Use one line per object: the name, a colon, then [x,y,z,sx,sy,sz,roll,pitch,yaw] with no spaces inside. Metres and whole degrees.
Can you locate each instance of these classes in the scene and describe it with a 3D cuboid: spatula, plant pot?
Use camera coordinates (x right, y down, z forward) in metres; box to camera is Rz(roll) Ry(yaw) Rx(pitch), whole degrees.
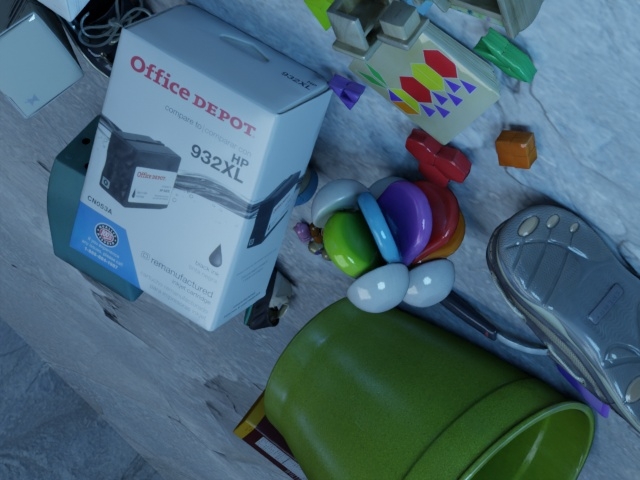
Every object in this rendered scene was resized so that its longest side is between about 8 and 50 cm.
spatula: [0.250,0.128,1.987,0.296,0.030,0.084,31,158,18]
plant pot: [-0.311,-0.063,2.336,0.165,0.166,0.234,29,152,21]
plant pot: [0.120,0.261,2.112,0.353,0.366,0.366,41,164,30]

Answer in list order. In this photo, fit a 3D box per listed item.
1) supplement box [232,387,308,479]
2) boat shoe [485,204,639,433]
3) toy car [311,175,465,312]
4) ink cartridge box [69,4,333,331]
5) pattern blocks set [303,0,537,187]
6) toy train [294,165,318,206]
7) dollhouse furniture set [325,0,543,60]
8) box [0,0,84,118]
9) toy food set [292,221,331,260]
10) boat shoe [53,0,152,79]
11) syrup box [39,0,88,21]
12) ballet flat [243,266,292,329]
supplement box: [-0.002,0.290,2.534,0.194,0.191,0.129,38,160,-1]
boat shoe: [0.319,0.101,1.706,0.355,0.132,0.130,50,168,-8]
toy car: [0.090,-0.012,1.769,0.136,0.182,0.159,-42,62,41]
ink cartridge box: [-0.145,-0.086,1.815,0.223,0.129,0.307,30,123,18]
pattern blocks set: [0.104,-0.170,1.582,0.285,0.026,0.325,41,160,-11]
toy train: [-0.123,-0.113,2.008,0.248,0.105,0.143,15,164,47]
dollhouse furniture set: [0.128,-0.186,1.310,0.182,0.161,0.101,25,157,32]
box: [-0.381,-0.268,1.925,0.113,0.094,0.275,53,-178,-36]
toy food set: [0.000,0.000,2.145,0.078,0.019,0.122,43,160,-14]
boat shoe: [-0.266,-0.279,1.884,0.254,0.095,0.079,53,168,-16]
syrup box: [-0.198,-0.329,1.434,0.093,0.237,0.096,35,164,6]
ballet flat: [-0.079,0.083,2.409,0.074,0.074,0.203,33,154,11]
